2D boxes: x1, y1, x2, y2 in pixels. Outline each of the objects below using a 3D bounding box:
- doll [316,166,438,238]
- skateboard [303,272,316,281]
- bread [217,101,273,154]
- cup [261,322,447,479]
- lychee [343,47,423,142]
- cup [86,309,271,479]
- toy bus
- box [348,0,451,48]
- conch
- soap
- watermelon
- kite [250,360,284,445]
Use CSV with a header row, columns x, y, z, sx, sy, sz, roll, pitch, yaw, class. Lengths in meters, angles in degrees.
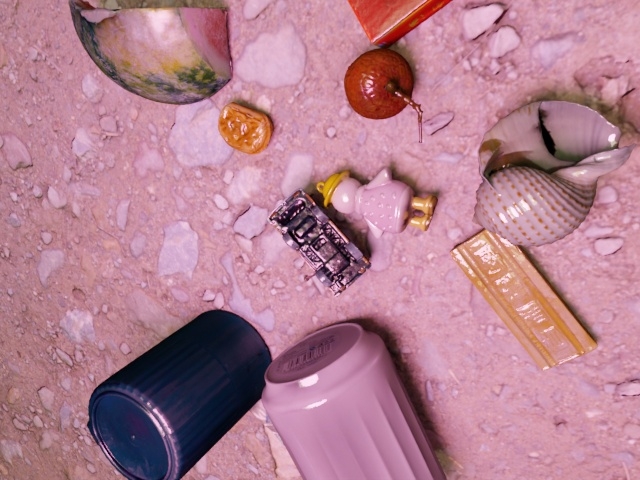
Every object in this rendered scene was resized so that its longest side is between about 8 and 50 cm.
x,y,z,sx,sy,sz,roll,pitch,yaw,class
0.085,-0.065,0.724,0.207,0.081,0.129,18,126,21,doll
-0.026,0.033,0.823,0.032,0.064,0.083,-38,79,42,skateboard
-0.139,-0.204,0.800,0.110,0.044,0.083,26,120,16,bread
0.035,0.344,0.818,0.322,0.236,0.327,-17,102,55,cup
0.097,-0.228,0.650,0.140,0.101,0.114,16,152,35,lychee
-0.303,0.307,0.901,0.307,0.292,0.242,12,111,21,cup
0.000,0.000,0.769,0.091,0.103,0.182,-42,88,5,toy bus
0.086,-0.458,0.585,0.197,0.089,0.313,-27,95,31,box
0.298,-0.082,0.596,0.200,0.131,0.172,-23,71,1,conch
0.321,0.090,0.694,0.092,0.037,0.252,-39,89,31,soap
-0.319,-0.355,0.784,0.305,0.224,0.180,14,68,22,watermelon
-0.066,0.412,0.991,0.310,0.015,0.169,45,118,6,kite
